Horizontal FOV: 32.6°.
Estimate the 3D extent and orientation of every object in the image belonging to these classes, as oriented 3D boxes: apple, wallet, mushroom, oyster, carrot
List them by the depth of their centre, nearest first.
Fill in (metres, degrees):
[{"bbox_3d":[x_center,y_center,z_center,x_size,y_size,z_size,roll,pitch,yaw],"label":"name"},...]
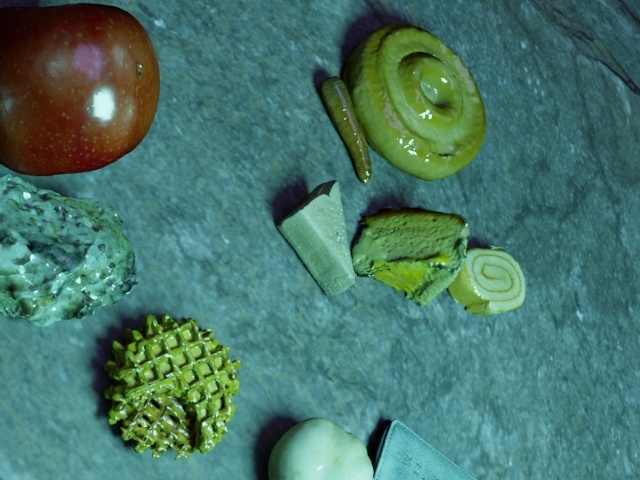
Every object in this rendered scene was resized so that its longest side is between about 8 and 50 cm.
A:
[{"bbox_3d":[-0.367,0.009,1.394,0.268,0.112,0.198,-2,72,-35],"label":"oyster"},{"bbox_3d":[-0.331,-0.199,1.418,0.260,0.260,0.216,-16,105,-41],"label":"apple"},{"bbox_3d":[0.001,0.327,1.542,0.154,0.122,0.154,0,81,0],"label":"mushroom"},{"bbox_3d":[0.155,0.393,1.679,0.222,0.036,0.167,38,52,-19],"label":"wallet"},{"bbox_3d":[0.048,-0.186,1.848,0.047,0.047,0.191,-22,91,-41],"label":"carrot"}]

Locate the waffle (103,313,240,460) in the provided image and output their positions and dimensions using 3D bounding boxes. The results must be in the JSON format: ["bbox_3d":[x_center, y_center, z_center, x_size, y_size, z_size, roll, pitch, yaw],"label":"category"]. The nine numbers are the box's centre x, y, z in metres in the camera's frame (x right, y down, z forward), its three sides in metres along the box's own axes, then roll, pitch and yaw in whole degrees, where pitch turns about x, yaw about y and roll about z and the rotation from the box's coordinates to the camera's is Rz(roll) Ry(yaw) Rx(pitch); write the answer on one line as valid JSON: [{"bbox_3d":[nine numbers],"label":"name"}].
[{"bbox_3d":[-0.195,0.196,1.472,0.193,0.070,0.197,11,64,-35],"label":"waffle"}]

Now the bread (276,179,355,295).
[{"bbox_3d":[0.016,-0.004,1.718,0.105,0.077,0.152,-41,99,-40],"label":"bread"}]

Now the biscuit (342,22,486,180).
[{"bbox_3d":[0.177,-0.251,1.937,0.296,0.102,0.296,17,59,-30],"label":"biscuit"}]

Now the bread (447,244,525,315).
[{"bbox_3d":[0.290,0.072,1.898,0.149,0.073,0.122,2,72,-37],"label":"bread"}]

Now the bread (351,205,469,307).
[{"bbox_3d":[0.141,0.012,1.774,0.160,0.169,0.140,22,59,-12],"label":"bread"}]
